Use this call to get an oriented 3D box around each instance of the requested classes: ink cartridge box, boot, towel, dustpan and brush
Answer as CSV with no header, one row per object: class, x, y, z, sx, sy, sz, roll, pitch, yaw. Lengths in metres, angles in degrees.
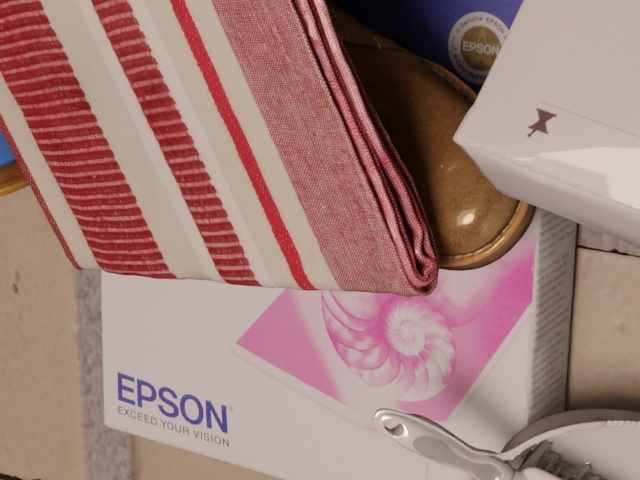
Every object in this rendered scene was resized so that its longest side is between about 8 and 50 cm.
ink cartridge box,0.000,0.000,0.983,0.324,0.071,0.330,12,113,30
boot,-0.009,-0.093,0.878,0.305,0.115,0.112,42,93,28
towel,-0.090,-0.079,0.891,0.329,0.037,0.237,2,122,48
dustpan and brush,0.121,0.139,0.886,0.211,0.060,0.147,30,108,-8

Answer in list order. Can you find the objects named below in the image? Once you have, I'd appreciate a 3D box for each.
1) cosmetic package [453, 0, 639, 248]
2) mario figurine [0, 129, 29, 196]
cosmetic package,0.288,-0.093,0.672,0.377,0.097,0.284,24,83,25
mario figurine,-0.249,-0.200,1.072,0.198,0.170,0.320,-11,114,-1
